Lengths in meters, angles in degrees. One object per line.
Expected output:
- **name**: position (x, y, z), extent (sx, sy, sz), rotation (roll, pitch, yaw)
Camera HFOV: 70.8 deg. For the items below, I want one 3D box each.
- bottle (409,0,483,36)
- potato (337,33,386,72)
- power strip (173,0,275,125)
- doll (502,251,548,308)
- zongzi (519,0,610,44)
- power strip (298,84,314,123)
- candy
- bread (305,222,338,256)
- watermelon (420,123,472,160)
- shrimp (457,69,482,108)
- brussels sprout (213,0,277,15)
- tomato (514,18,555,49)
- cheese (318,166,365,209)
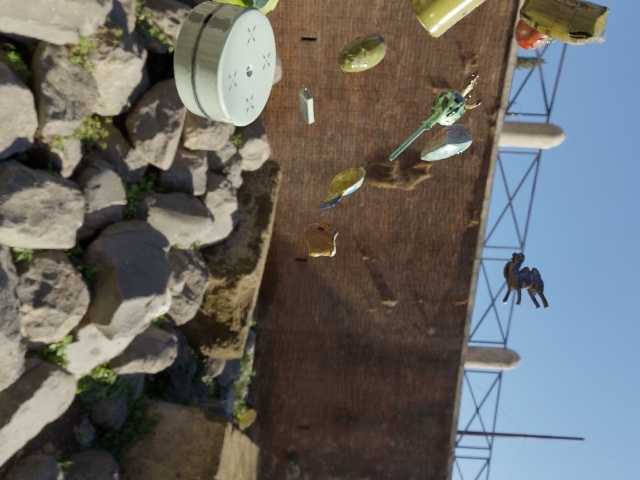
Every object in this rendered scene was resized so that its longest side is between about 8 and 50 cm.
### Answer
- **bottle**: position (0.472, -0.828, 1.432), extent (0.171, 0.351, 0.172), rotation (31, 45, -37)
- **potato**: position (0.199, -0.884, 2.125), extent (0.150, 0.251, 0.113), rotation (63, -3, -16)
- **power strip**: position (-0.275, -0.538, 1.360), extent (0.357, 0.161, 0.358), rotation (18, 90, -74)
- **doll**: position (0.616, 0.120, 1.364), extent (0.057, 0.138, 0.165), rotation (144, -50, -77)
- **zongzi**: position (0.794, -0.713, 1.464), extent (0.289, 0.260, 0.123), rotation (-24, 140, -55)
- **power strip**: position (-0.062, -0.588, 1.950), extent (0.080, 0.029, 0.227), rotation (57, -8, 16)
- **candy**: position (0.274, -0.290, 1.170), extent (0.305, 0.083, 0.091), rotation (-44, 141, -22)
- **bread**: position (0.000, 0.000, 1.651), extent (0.044, 0.129, 0.126), rotation (-15, 105, -65)
- **watermelon**: position (0.430, -0.338, 1.571), extent (0.081, 0.180, 0.094), rotation (37, 23, -56)
- **shrimp**: position (0.705, -0.687, 2.077), extent (0.178, 0.124, 0.034), rotation (-56, 178, 38)
- **brussels sprout**: position (-0.288, -1.039, 1.760), extent (0.268, 0.343, 0.345), rotation (-96, -172, -73)
- **tomato**: position (0.830, -0.814, 1.712), extent (0.167, 0.167, 0.168), rotation (3, 90, -89)
- **cheese**: position (0.085, -0.211, 1.774), extent (0.270, 0.176, 0.069), rotation (-50, 117, -35)
